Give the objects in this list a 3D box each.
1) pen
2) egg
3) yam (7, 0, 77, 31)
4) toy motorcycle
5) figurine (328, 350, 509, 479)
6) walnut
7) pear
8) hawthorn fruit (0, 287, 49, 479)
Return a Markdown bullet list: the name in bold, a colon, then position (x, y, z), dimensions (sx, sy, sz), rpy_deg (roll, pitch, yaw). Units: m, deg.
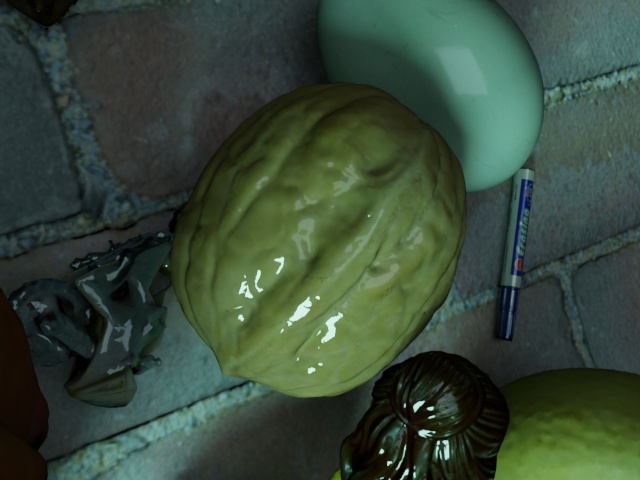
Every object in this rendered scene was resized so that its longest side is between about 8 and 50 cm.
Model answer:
- **pen**: position (0.225, 0.014, 0.771), dimensions (0.025, 0.025, 0.204), rpy_deg (12, 81, -21)
- **egg**: position (0.103, -0.164, 0.651), dimensions (0.183, 0.183, 0.264), rpy_deg (-44, 96, -19)
- **yam**: position (-0.271, -0.255, 0.565), dimensions (0.141, 0.079, 0.079), rpy_deg (39, 73, -14)
- **toy motorcycle**: position (-0.154, 0.056, 0.587), dimensions (0.229, 0.094, 0.129), rpy_deg (-33, 103, -34)
- **figurine**: position (0.023, 0.219, 0.535), dimensions (0.315, 0.187, 0.168), rpy_deg (-46, 125, 5)
- **walnut**: position (0.000, 0.000, 0.541), dimensions (0.225, 0.225, 0.261), rpy_deg (41, 77, -14)
- **pear**: position (0.256, 0.283, 0.599), dimensions (0.349, 0.348, 0.348), rpy_deg (2, 85, -22)
- **hawthorn fruit**: position (-0.341, 0.179, 0.308), dimensions (0.472, 0.472, 0.471), rpy_deg (2, 85, -22)
